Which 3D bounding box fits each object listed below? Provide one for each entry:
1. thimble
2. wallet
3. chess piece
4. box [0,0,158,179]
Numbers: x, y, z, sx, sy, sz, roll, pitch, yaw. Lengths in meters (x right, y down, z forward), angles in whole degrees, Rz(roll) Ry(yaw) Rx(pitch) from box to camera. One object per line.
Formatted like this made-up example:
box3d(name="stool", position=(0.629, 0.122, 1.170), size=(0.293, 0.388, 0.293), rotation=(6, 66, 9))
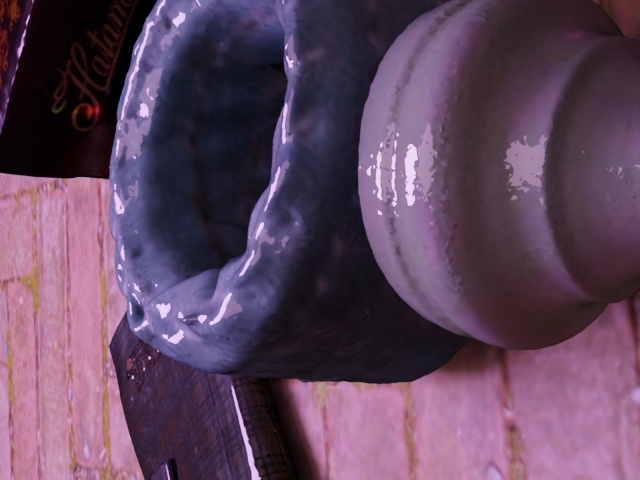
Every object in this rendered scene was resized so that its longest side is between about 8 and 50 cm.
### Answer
box3d(name="thimble", position=(-0.003, -0.048, 0.565), size=(0.198, 0.143, 0.235), rotation=(25, 103, 55))
box3d(name="wallet", position=(-0.070, 0.152, 0.765), size=(0.169, 0.044, 0.317), rotation=(-55, 45, 43))
box3d(name="chess piece", position=(0.150, -0.022, 0.378), size=(0.271, 0.139, 0.139), rotation=(5, 93, 45))
box3d(name="box", position=(-0.239, -0.271, 0.972), size=(0.415, 0.115, 0.264), rotation=(57, 133, 41))
